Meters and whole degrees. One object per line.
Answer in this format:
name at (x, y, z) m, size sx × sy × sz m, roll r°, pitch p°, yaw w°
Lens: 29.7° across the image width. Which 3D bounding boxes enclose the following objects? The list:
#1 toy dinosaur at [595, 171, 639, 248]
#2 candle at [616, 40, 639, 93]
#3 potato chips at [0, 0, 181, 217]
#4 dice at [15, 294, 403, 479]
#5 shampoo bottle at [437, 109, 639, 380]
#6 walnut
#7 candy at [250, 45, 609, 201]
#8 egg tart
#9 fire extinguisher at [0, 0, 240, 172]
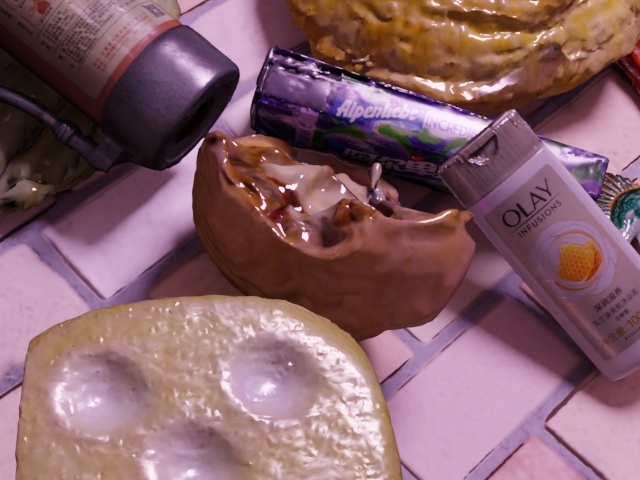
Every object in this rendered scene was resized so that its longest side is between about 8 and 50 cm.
toy dinosaur at (0.277, -0.026, 1.091) m, size 0.187 × 0.044 × 0.106 m, roll -26°, pitch 50°, yaw -11°
candle at (0.368, -0.091, 1.139) m, size 0.048 × 0.051 × 0.329 m, roll -18°, pitch 61°, yaw -24°
potato chips at (-0.322, -0.192, 1.076) m, size 0.358 × 0.070 × 0.429 m, roll 23°, pitch 58°, yaw 0°
dice at (-0.075, 0.185, 0.758) m, size 0.226 × 0.238 × 0.233 m, roll -2°, pitch 57°, yaw -11°
shampoo bottle at (0.197, 0.004, 0.987) m, size 0.086 × 0.056 × 0.227 m, roll -39°, pitch 93°, yaw 5°
walnut at (-0.009, -0.002, 0.948) m, size 0.204 × 0.141 × 0.238 m, roll 15°, pitch 10°, yaw -21°
candy at (0.092, -0.085, 1.059) m, size 0.312 × 0.088 × 0.061 m, roll 18°, pitch 73°, yaw 1°
egg tart at (0.131, -0.261, 1.137) m, size 0.351 × 0.153 × 0.339 m, roll 34°, pitch 55°, yaw 19°
fire extinguisher at (-0.261, -0.193, 0.987) m, size 0.376 × 0.113 × 0.200 m, roll 40°, pitch 58°, yaw 7°
